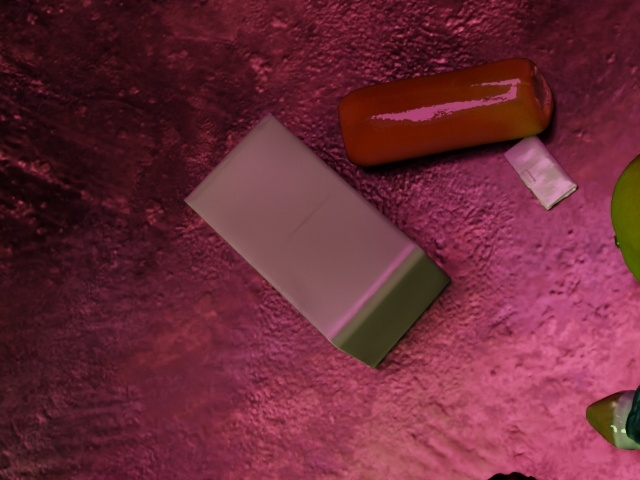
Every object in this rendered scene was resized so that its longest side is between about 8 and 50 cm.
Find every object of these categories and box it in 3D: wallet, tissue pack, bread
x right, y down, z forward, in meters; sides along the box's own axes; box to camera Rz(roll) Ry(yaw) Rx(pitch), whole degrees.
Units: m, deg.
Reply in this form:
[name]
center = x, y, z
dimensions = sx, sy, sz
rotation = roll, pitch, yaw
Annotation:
[wallet]
center = 0.241, -0.077, 1.503
dimensions = 0.044, 0.011, 0.083
rotation = -38, 68, 8
[tissue pack]
center = 0.001, 0.000, 1.491
dimensions = 0.136, 0.159, 0.246
rotation = -47, 67, 2
[bread]
center = 0.136, -0.146, 1.522
dimensions = 0.239, 0.074, 0.092
rotation = -10, 61, 16

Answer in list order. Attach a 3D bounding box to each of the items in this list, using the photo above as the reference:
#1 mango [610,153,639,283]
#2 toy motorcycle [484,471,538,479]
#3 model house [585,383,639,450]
[mango]
center = 0.419, -0.006, 1.353
dimensions = 0.273, 0.149, 0.185
rotation = 24, 83, 18
[toy motorcycle]
center = 0.208, 0.411, 1.293
dimensions = 0.232, 0.172, 0.416
rotation = -45, 41, 8
[model house]
center = 0.386, 0.148, 1.300
dimensions = 0.291, 0.253, 0.184
rotation = -1, 56, 37
